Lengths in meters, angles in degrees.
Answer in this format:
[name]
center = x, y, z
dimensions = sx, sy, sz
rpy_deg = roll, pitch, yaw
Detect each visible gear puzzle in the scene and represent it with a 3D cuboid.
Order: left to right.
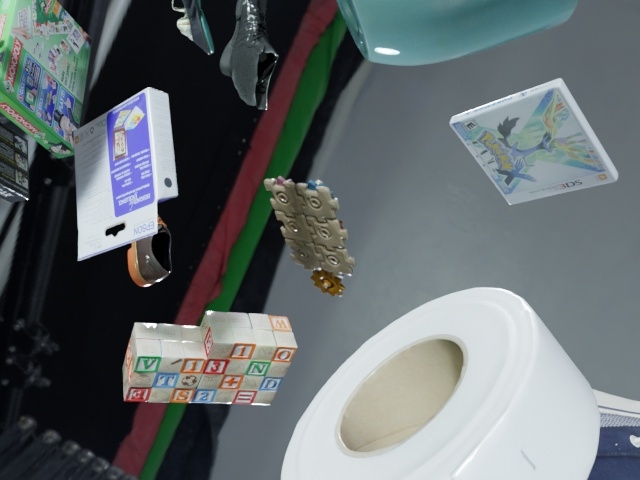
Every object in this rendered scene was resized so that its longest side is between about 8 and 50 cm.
[gear puzzle]
center = 0.000, 0.000, 1.358
dimensions = 0.044, 0.176, 0.338
rpy_deg = -53, -40, -37

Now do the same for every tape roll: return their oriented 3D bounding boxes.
[tape roll]
center = 0.101, 0.173, 0.578
dimensions = 0.286, 0.100, 0.286
rpy_deg = -37, 13, 10

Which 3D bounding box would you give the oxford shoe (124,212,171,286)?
[oxford shoe]
center = -0.385, -0.036, 1.423
dimensions = 0.097, 0.098, 0.271
rpy_deg = 4, -110, -58

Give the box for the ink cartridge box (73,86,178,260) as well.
[ink cartridge box]
center = -0.287, -0.088, 0.905
dimensions = 0.045, 0.206, 0.208
rpy_deg = 7, -106, -49

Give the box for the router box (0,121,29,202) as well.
[router box]
center = -0.627, -0.162, 1.196
dimensions = 0.179, 0.046, 0.133
rpy_deg = 66, -165, -75

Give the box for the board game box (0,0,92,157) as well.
[board game box]
center = -0.554, -0.353, 1.242
dimensions = 0.213, 0.046, 0.317
rpy_deg = 52, -151, -57

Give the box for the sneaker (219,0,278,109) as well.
[sneaker]
center = -0.091, -0.284, 0.907
dimensions = 0.051, 0.089, 0.170
rpy_deg = 7, -73, -58

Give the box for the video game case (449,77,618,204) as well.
[video game case]
center = 0.540, -0.234, 1.588
dimensions = 0.329, 0.300, 0.036
rpy_deg = 45, -127, -28

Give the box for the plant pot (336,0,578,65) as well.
[plant pot]
center = 0.127, -0.347, 0.744
dimensions = 0.235, 0.292, 0.293
rpy_deg = -24, -17, 4

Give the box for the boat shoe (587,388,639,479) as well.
[boat shoe]
center = 0.360, 0.259, 0.657
dimensions = 0.158, 0.341, 0.127
rpy_deg = -78, -4, -47

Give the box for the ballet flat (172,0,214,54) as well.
[ballet flat]
center = -0.285, -0.499, 1.365
dimensions = 0.074, 0.074, 0.203
rpy_deg = -58, -26, -36

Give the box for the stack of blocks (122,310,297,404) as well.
[stack of blocks]
center = -0.216, 0.228, 1.212
dimensions = 0.171, 0.297, 0.087
rpy_deg = -67, 29, 31
